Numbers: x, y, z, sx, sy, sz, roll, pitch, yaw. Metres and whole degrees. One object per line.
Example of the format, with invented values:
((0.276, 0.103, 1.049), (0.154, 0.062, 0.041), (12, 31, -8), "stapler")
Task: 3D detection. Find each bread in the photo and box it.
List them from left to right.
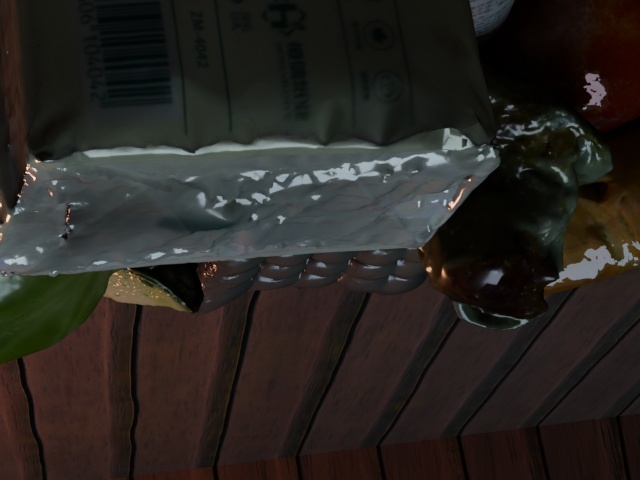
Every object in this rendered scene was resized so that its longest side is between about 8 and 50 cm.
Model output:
((0.302, -0.080, 1.786), (0.328, 0.148, 0.337), (-18, -162, 22), "bread")

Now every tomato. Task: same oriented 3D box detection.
((0.242, -0.170, 1.646), (0.233, 0.140, 0.200), (-20, 160, 30), "tomato")

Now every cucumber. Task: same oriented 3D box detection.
((-0.255, -0.004, 1.810), (0.325, 0.105, 0.145), (11, 154, 36), "cucumber")

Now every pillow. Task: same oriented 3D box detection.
((0.000, 0.000, 2.105), (0.326, 0.101, 0.228), (-5, 160, -16), "pillow")

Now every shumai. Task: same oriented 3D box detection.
((0.110, -0.053, 1.560), (0.222, 0.204, 0.272), (31, 177, -41), "shumai")

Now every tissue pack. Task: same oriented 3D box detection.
((-0.071, -0.186, 1.086), (0.297, 0.380, 0.207), (-1, 160, -18), "tissue pack")

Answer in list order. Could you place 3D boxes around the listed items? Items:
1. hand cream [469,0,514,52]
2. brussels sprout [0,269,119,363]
((0.120, -0.219, 1.431), (0.139, 0.089, 0.314), (-30, 176, -8), "hand cream")
((-0.278, -0.072, 1.460), (0.354, 0.289, 0.281), (-30, 144, -2), "brussels sprout")
